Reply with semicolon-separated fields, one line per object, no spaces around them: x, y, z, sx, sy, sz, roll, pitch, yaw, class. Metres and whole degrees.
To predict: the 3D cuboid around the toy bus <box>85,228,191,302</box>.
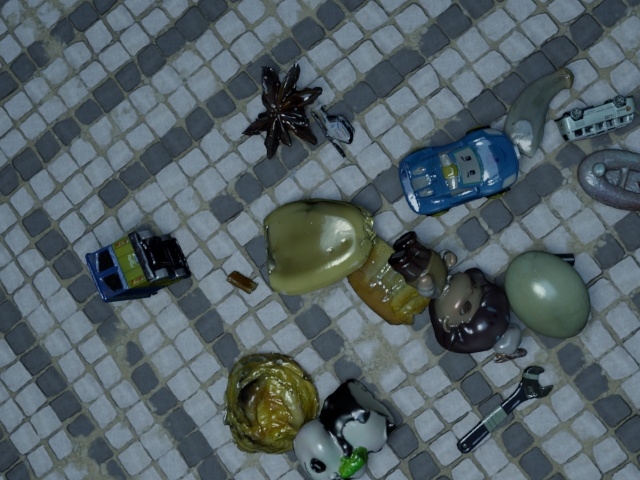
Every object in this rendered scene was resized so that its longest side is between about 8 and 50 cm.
-0.482;0.071;1.586;0.175;0.287;0.138;-25;84;5;toy bus

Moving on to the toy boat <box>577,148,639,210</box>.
0.789;-0.162;1.524;0.227;0.085;0.155;18;91;8;toy boat

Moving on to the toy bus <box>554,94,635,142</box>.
0.729;-0.320;1.542;0.193;0.087;0.089;-17;92;6;toy bus

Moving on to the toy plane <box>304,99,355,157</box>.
0.032;-0.332;1.654;0.078;0.053;0.197;-40;87;13;toy plane

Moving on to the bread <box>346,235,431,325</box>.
0.184;0.113;1.570;0.251;0.133;0.174;45;92;8;bread

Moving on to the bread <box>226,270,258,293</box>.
-0.225;0.121;1.672;0.083;0.047;0.036;30;122;10;bread

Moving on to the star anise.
-0.105;-0.364;1.626;0.212;0.129;0.283;25;125;19;star anise

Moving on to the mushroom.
0.572;-0.352;1.557;0.118;0.103;0.270;28;86;7;mushroom

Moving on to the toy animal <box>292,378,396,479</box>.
0.059;0.518;1.531;0.212;0.212;0.267;34;89;8;toy animal

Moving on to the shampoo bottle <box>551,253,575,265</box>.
0.607;0.056;1.567;0.137;0.027;0.048;-4;89;8;shampoo bottle

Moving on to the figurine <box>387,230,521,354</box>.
0.339;0.123;1.469;0.206;0.218;0.365;-24;118;22;figurine

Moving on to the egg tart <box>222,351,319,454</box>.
-0.147;0.459;1.609;0.297;0.132;0.297;0;92;4;egg tart

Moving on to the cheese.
0.000;0.000;1.570;0.315;0.128;0.260;-17;78;20;cheese

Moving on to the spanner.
0.492;0.463;1.568;0.316;0.024;0.087;-45;88;3;spanner

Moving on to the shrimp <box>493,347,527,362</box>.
0.506;0.305;1.566;0.092;0.038;0.029;-22;42;7;shrimp

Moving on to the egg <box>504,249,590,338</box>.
0.577;0.139;1.487;0.186;0.186;0.253;-36;97;5;egg

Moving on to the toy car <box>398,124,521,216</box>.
0.358;-0.182;1.524;0.314;0.166;0.198;-17;88;23;toy car
